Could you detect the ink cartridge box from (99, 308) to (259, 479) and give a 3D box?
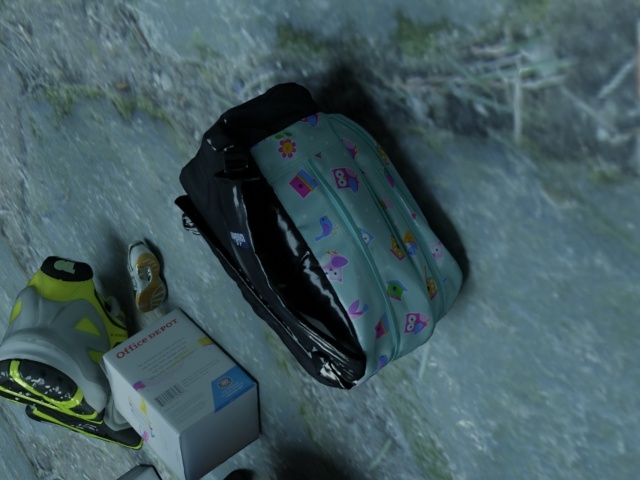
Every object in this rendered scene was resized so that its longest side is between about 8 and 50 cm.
[{"bbox_3d":[-0.139,0.146,1.118,0.143,0.092,0.090,40,148,33],"label":"ink cartridge box"}]

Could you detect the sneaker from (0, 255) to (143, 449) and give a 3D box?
[{"bbox_3d":[-0.252,0.136,1.272,0.145,0.147,0.385,14,161,1],"label":"sneaker"}]

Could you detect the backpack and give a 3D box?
[{"bbox_3d":[0.000,0.000,0.724,0.182,0.115,0.152,55,164,3],"label":"backpack"}]

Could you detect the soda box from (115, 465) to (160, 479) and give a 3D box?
[{"bbox_3d":[-0.206,0.404,1.506,0.216,0.074,0.069,61,152,-7],"label":"soda box"}]

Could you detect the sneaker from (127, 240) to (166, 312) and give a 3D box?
[{"bbox_3d":[-0.173,0.034,1.131,0.037,0.031,0.083,54,150,38],"label":"sneaker"}]

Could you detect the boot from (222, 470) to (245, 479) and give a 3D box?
[{"bbox_3d":[-0.064,0.376,1.259,0.229,0.091,0.263,49,155,5],"label":"boot"}]
